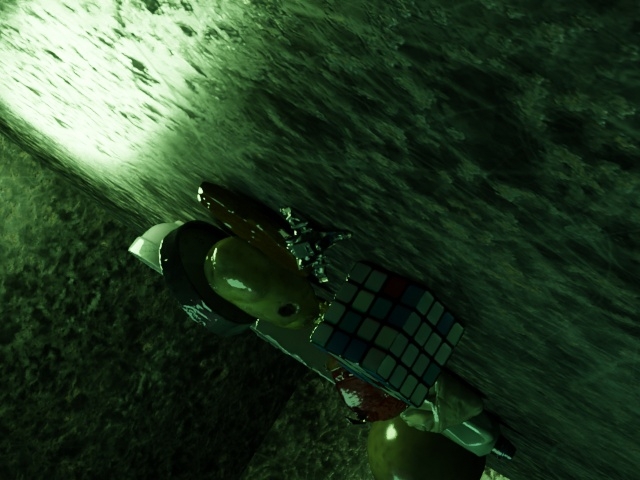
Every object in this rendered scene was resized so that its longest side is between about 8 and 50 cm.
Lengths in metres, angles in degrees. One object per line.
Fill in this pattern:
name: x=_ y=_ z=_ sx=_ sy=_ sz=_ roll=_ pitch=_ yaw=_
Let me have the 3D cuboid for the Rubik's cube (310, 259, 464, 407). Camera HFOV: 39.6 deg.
Rubik's cube: x=0.107 y=0.148 z=1.400 sx=0.151 sy=0.155 sz=0.154 roll=23 pitch=167 yaw=44

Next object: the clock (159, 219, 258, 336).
clock: x=-0.235 y=0.080 z=1.981 sx=0.280 sy=0.055 sz=0.281 roll=39 pitch=-150 yaw=-28

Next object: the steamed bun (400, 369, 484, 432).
steamed bun: x=0.235 y=0.357 z=2.025 sx=0.218 sy=0.144 sz=0.211 roll=39 pitch=169 yaw=-28

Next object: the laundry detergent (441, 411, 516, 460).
laundry detergent: x=0.363 y=0.463 z=2.240 sx=0.280 sy=0.105 sz=0.215 roll=31 pitch=168 yaw=20

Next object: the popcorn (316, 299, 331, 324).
popcorn: x=0.013 y=0.177 z=2.111 sx=0.083 sy=0.057 sz=0.082 roll=3 pitch=147 yaw=49

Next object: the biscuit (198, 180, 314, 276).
biscuit: x=-0.115 y=-0.024 z=1.594 sx=0.208 sy=0.041 sz=0.290 roll=22 pitch=164 yaw=44

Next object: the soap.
soap: x=-0.017 y=0.223 z=2.163 sx=0.302 sy=0.159 sz=0.258 roll=22 pitch=163 yaw=40

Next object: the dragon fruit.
dragon fruit: x=0.135 y=0.224 z=1.681 sx=0.148 sy=0.218 sz=0.223 roll=-24 pitch=173 yaw=41

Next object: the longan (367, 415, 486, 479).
longan: x=0.297 y=0.593 z=2.492 sx=0.361 sy=0.361 sz=0.361 roll=32 pitch=170 yaw=6

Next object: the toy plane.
toy plane: x=-0.009 y=0.006 z=1.355 sx=0.135 sy=0.062 sz=0.188 roll=62 pitch=161 yaw=-10

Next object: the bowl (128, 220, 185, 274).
bowl: x=-0.363 y=0.048 z=2.416 sx=0.287 sy=0.144 sz=0.287 roll=32 pitch=169 yaw=7

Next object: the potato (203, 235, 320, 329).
potato: x=-0.119 y=0.091 z=1.888 sx=0.296 sy=0.141 sz=0.191 roll=41 pitch=152 yaw=-31
